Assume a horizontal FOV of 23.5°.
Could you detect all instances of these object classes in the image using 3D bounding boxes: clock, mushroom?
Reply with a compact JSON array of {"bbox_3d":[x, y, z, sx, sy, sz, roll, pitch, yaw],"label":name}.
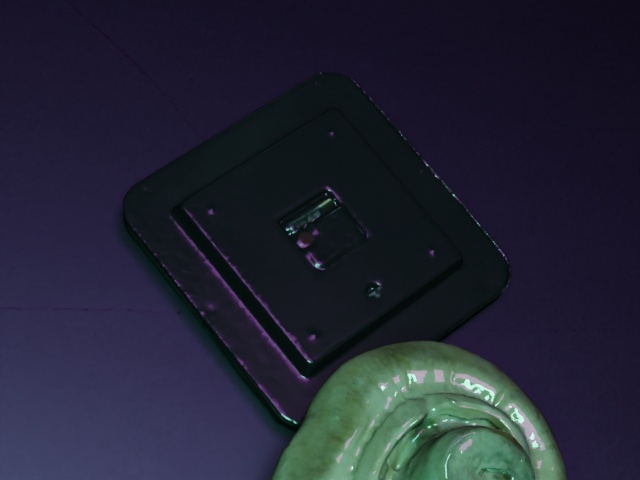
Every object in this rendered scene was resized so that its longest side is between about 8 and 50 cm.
[{"bbox_3d":[0.000,0.000,1.376,0.279,0.049,0.273,-35,77,-27],"label":"clock"},{"bbox_3d":[0.083,0.200,1.191,0.254,0.234,0.260,-22,72,-20],"label":"mushroom"}]
